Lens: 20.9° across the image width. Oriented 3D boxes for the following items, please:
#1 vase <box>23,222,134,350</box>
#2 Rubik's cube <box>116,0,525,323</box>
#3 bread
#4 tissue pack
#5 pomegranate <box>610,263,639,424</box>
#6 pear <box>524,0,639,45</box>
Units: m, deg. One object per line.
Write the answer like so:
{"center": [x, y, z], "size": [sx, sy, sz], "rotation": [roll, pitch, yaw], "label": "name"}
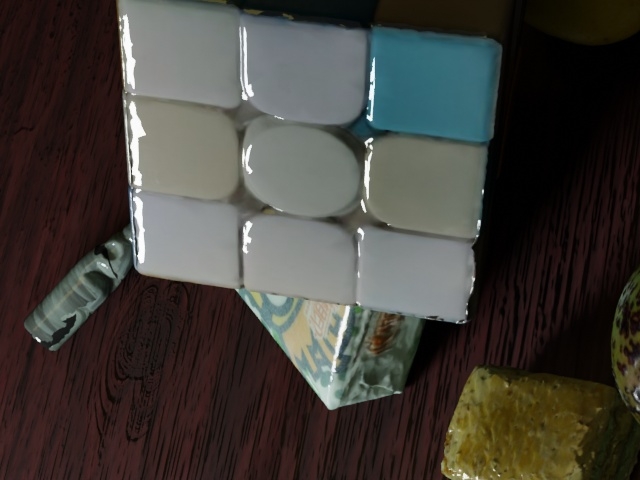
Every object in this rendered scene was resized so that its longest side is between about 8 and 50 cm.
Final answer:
{"center": [-0.284, 0.048, 2.193], "size": [0.211, 0.060, 0.060], "rotation": [-45, 50, 7], "label": "vase"}
{"center": [0.016, -0.171, 1.675], "size": [0.346, 0.347, 0.344], "rotation": [9, 41, 6], "label": "Rubik's cube"}
{"center": [0.216, 0.199, 1.741], "size": [0.196, 0.102, 0.138], "rotation": [14, 74, 40], "label": "bread"}
{"center": [0.000, 0.000, 1.914], "size": [0.311, 0.128, 0.228], "rotation": [51, 140, 40], "label": "tissue pack"}
{"center": [0.402, 0.142, 1.563], "size": [0.285, 0.285, 0.341], "rotation": [1, 100, 35], "label": "pomegranate"}
{"center": [0.298, -0.423, 1.828], "size": [0.362, 0.362, 0.418], "rotation": [29, 111, 40], "label": "pear"}
